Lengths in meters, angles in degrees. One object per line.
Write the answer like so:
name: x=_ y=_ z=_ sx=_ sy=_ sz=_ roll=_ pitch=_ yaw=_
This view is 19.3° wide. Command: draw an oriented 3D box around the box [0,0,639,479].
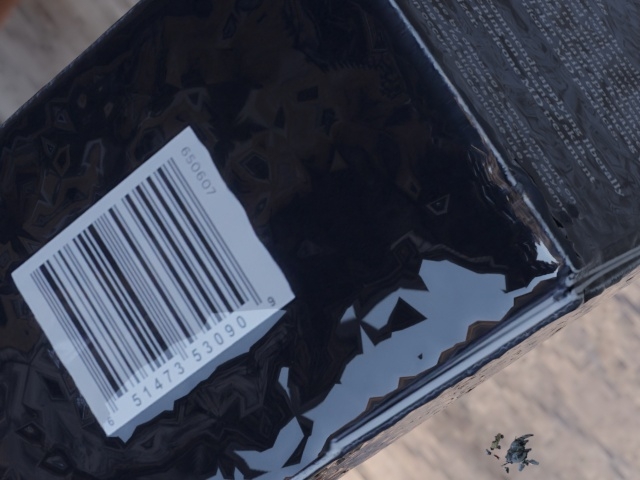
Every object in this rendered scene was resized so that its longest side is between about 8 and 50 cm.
box: x=0.000 y=0.000 z=1.296 sx=0.297 sy=0.480 sz=0.472 roll=57 pitch=-153 yaw=9

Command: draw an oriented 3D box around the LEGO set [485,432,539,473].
LEGO set: x=0.225 y=0.248 z=2.224 sx=0.083 sy=0.054 sz=0.023 roll=-4 pitch=139 yaw=44
